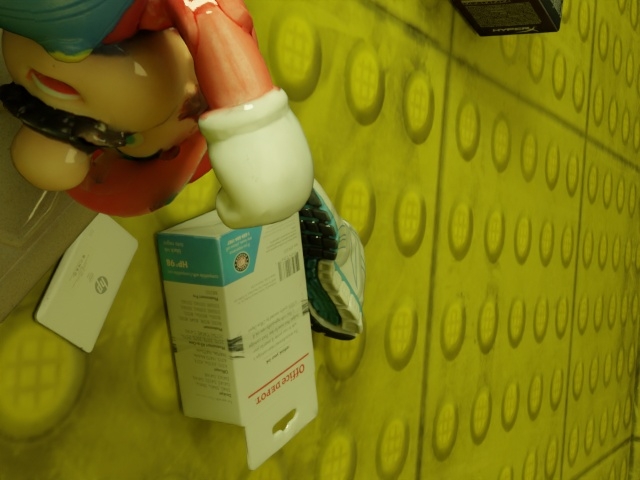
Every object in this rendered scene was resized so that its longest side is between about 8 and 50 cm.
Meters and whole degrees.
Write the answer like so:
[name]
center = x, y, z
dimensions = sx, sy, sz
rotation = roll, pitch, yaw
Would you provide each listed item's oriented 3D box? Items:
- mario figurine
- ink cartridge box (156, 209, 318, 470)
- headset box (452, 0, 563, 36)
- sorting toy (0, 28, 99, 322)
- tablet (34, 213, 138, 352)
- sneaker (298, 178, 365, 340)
[mario figurine]
center = -0.112, -0.089, 0.341
dimensions = 0.320, 0.170, 0.198
rotation = 72, -6, -69
[ink cartridge box]
center = -0.059, 0.068, 0.643
dimensions = 0.104, 0.060, 0.180
rotation = -28, 117, -55
[headset box]
center = 0.195, -0.394, 0.959
dimensions = 0.293, 0.110, 0.218
rotation = 23, 74, -57
[sorting toy]
center = -0.195, -0.069, 0.432
dimensions = 0.307, 0.041, 0.229
rotation = -57, 140, -35
[tablet]
center = -0.148, 0.025, 0.544
dimensions = 0.054, 0.006, 0.083
rotation = 50, 53, -50
[sneaker]
center = 0.000, 0.000, 0.738
dimensions = 0.191, 0.071, 0.083
rotation = 72, 30, -46
